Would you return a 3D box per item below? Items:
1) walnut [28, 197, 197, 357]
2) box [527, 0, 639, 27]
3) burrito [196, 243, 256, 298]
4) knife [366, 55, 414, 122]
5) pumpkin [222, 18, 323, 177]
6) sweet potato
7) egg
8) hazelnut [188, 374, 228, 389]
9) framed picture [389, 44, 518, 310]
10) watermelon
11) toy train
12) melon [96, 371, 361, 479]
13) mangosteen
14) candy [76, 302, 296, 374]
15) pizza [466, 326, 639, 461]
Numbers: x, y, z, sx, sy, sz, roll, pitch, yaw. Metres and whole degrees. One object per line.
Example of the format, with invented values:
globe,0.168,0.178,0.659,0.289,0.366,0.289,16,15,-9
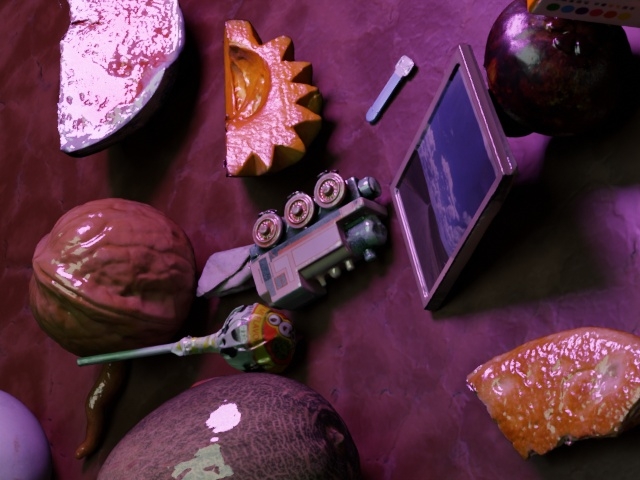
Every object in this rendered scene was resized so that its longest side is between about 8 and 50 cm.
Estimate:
walnut,-0.275,0.051,2.107,0.228,0.228,0.228,-20,59,37
box,0.316,-0.358,1.715,0.091,0.221,0.274,121,147,-57
burrito,-0.104,0.039,2.073,0.118,0.044,0.074,-11,46,40
knife,0.087,-0.187,2.015,0.096,0.010,0.027,-56,44,13
pumpkin,-0.063,-0.154,2.103,0.130,0.149,0.254,-3,56,-3
sweet potato,-0.297,0.213,2.186,0.044,0.044,0.179,9,79,46
egg,-0.460,0.294,2.217,0.231,0.168,0.168,34,97,44
hazelnut,-0.130,0.204,2.007,0.086,0.086,0.086,-20,59,37
framed picture,0.146,-0.065,1.811,0.260,0.023,0.189,115,148,-49
watermelon,-0.298,-0.246,2.293,0.224,0.180,0.305,-31,53,50
toy train,0.000,0.000,1.971,0.194,0.081,0.125,-30,62,26
melon,-0.109,0.281,1.818,0.329,0.248,0.248,-23,57,24
mangosteen,0.252,-0.184,1.757,0.184,0.172,0.172,123,144,-48
candy,-0.171,0.140,2.015,0.305,0.091,0.083,-10,29,24
pizza,0.261,0.153,1.659,0.271,0.056,0.134,-19,58,36
